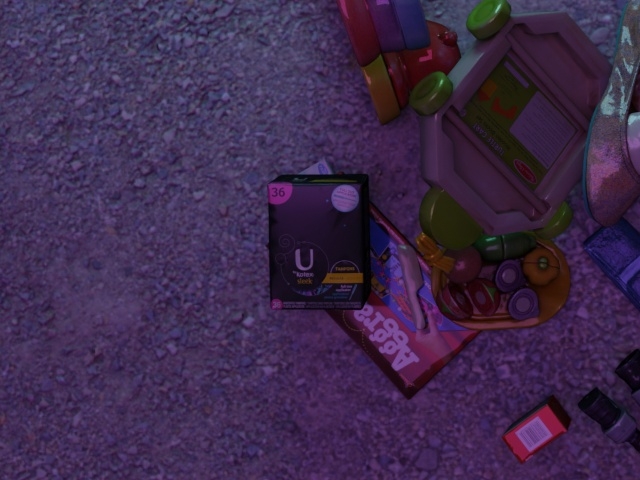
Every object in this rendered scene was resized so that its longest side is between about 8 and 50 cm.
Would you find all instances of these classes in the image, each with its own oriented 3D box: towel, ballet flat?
[{"bbox_3d":[0.392,0.028,1.690,0.067,0.029,0.119,-42,80,8],"label":"towel"},{"bbox_3d":[0.394,-0.167,1.609,0.106,0.107,0.316,-2,69,45],"label":"ballet flat"}]

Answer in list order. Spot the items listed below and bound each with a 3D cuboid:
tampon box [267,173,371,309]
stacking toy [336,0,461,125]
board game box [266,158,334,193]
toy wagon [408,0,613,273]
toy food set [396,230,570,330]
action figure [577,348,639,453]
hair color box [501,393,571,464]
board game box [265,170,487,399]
[{"bbox_3d":[0.000,0.000,1.696,0.120,0.101,0.161,-1,99,7],"label":"tampon box"},{"bbox_3d":[0.079,-0.319,1.651,0.130,0.309,0.279,-19,74,4],"label":"stacking toy"},{"bbox_3d":[-0.011,-0.047,1.762,0.090,0.020,0.090,-29,82,12],"label":"board game box"},{"bbox_3d":[0.217,-0.115,1.623,0.267,0.068,0.344,42,81,-27],"label":"toy wagon"},{"bbox_3d":[0.209,0.048,1.692,0.218,0.071,0.128,-5,80,3],"label":"toy food set"},{"bbox_3d":[0.453,0.270,1.639,0.185,0.099,0.285,-42,83,5],"label":"action figure"},{"bbox_3d":[0.269,0.232,1.656,0.072,0.141,0.043,-38,82,10],"label":"hair color box"},{"bbox_3d":[0.072,0.058,1.765,0.145,0.027,0.281,-45,80,9],"label":"board game box"}]
